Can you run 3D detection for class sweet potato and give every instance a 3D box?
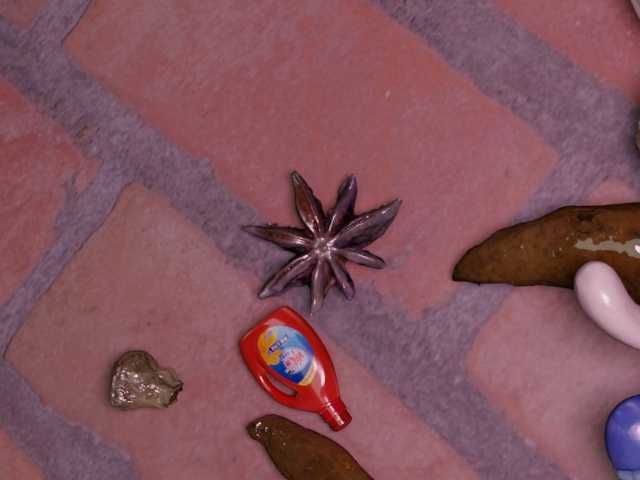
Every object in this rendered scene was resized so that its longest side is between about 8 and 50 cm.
[{"bbox_3d":[0.353,0.017,1.432,0.422,0.130,0.130,-1,86,14],"label":"sweet potato"},{"bbox_3d":[0.016,0.314,1.515,0.286,0.085,0.112,46,102,13],"label":"sweet potato"}]

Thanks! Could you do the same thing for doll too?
[{"bbox_3d":[0.441,0.207,1.337,0.376,0.187,0.365,10,102,18],"label":"doll"}]

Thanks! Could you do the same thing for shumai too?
[{"bbox_3d":[-0.214,0.180,1.585,0.080,0.083,0.082,1,124,33],"label":"shumai"}]

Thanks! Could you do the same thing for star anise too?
[{"bbox_3d":[0.000,0.000,1.554,0.180,0.061,0.204,39,95,14],"label":"star anise"}]

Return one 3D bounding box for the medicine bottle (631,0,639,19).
[{"bbox_3d":[0.482,-0.321,1.368,0.273,0.165,0.165,-20,81,-8],"label":"medicine bottle"}]

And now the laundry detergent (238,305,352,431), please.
[{"bbox_3d":[-0.025,0.168,1.555,0.097,0.049,0.165,-40,79,15],"label":"laundry detergent"}]

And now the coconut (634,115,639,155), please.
[{"bbox_3d":[0.449,-0.136,1.397,0.194,0.194,0.194,-1,86,14],"label":"coconut"}]
